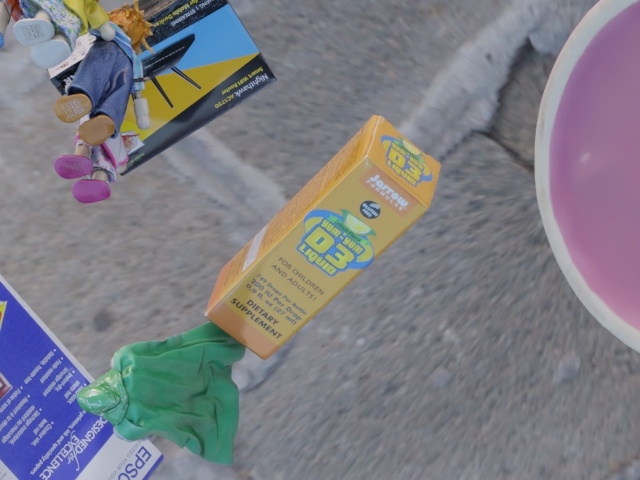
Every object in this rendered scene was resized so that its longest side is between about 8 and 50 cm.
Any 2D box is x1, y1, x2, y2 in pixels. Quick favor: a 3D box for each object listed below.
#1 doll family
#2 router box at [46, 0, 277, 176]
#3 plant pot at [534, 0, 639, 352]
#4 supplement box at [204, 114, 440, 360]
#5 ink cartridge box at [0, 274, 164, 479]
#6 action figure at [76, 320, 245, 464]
[{"bbox_3d":[-0.202,-0.170,1.550,0.118,0.163,0.263,-20,123,21],"label":"doll family"},{"bbox_3d":[-0.150,-0.162,1.697,0.179,0.046,0.133,-32,127,3],"label":"router box"},{"bbox_3d":[0.179,-0.030,0.609,0.201,0.180,0.201,8,100,46],"label":"plant pot"},{"bbox_3d":[0.000,0.000,1.561,0.078,0.080,0.233,38,120,-12],"label":"supplement box"},{"bbox_3d":[-0.354,0.223,1.859,0.072,0.303,0.307,-22,112,46],"label":"ink cartridge box"},{"bbox_3d":[-0.138,0.130,1.535,0.063,0.232,0.137,-8,84,22],"label":"action figure"}]
